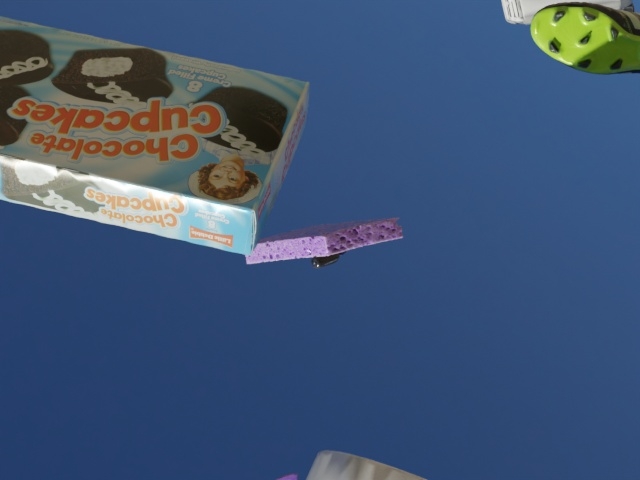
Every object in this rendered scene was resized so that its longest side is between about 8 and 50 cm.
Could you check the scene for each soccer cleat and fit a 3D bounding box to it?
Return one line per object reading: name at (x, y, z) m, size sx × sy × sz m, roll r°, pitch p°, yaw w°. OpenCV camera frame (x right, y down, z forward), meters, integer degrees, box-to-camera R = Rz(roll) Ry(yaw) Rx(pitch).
soccer cleat at (0.276, -0.178, 1.186) m, size 0.179 × 0.060 × 0.072 m, roll 10°, pitch -162°, yaw 4°

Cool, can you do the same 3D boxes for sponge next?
sponge at (0.000, 0.000, 1.737) m, size 0.117 × 0.210 × 0.031 m, roll -14°, pitch -85°, yaw -32°

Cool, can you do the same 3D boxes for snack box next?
snack box at (-0.187, -0.100, 1.176) m, size 0.322 × 0.060 × 0.187 m, roll 12°, pitch -136°, yaw 7°

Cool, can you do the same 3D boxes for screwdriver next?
screwdriver at (0.047, 0.009, 2.139) m, size 0.024 × 0.025 × 0.170 m, roll 18°, pitch -147°, yaw 40°

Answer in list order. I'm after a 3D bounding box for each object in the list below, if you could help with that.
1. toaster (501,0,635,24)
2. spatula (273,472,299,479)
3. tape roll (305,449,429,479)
toaster at (0.266, -0.337, 1.495) m, size 0.146 × 0.227 × 0.129 m, roll -10°, pitch -140°, yaw 13°
spatula at (-0.134, 0.325, 1.388) m, size 0.030 × 0.084 × 0.296 m, roll 47°, pitch -129°, yaw 12°
tape roll at (0.075, 0.290, 1.039) m, size 0.246 × 0.246 × 0.169 m, roll 27°, pitch -106°, yaw -8°
